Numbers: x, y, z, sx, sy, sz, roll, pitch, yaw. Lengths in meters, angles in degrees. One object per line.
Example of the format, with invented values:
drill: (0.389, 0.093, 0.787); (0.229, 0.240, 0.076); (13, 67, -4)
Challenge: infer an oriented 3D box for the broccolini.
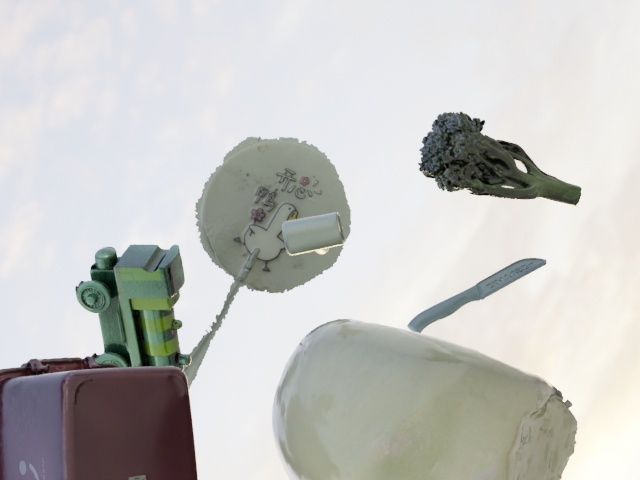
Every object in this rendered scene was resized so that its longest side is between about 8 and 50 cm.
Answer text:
broccolini: (0.185, -0.069, 1.424); (0.203, 0.068, 0.091); (26, -121, -33)

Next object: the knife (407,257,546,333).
knife: (0.210, 0.071, 1.826); (0.210, 0.028, 0.015); (-28, -46, -8)

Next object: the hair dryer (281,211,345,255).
hair dryer: (0.000, 0.000, 1.488); (0.124, 0.063, 0.038); (45, -145, -76)

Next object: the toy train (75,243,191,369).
toy train: (-0.232, 0.102, 1.728); (0.083, 0.132, 0.200); (-68, -26, -58)

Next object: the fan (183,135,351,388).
fan: (-0.107, 0.037, 2.010); (0.414, 0.233, 0.012); (-63, -7, -5)

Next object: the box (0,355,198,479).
box: (-0.235, 0.263, 1.431); (0.193, 0.167, 0.294); (1, -101, -41)

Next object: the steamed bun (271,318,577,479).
steamed bun: (0.097, 0.231, 1.467); (0.334, 0.312, 0.233); (37, -110, -52)
